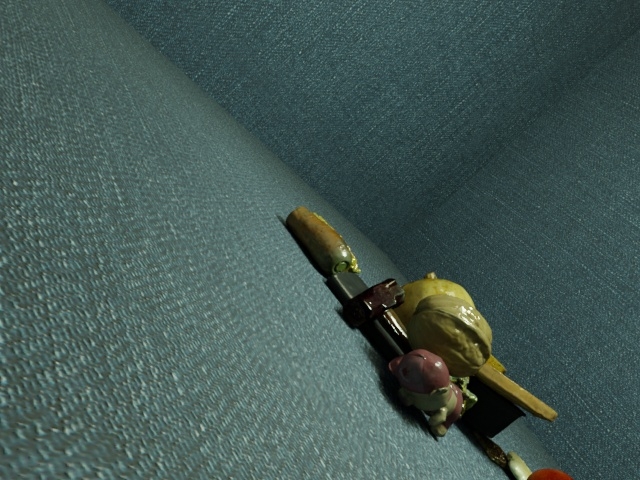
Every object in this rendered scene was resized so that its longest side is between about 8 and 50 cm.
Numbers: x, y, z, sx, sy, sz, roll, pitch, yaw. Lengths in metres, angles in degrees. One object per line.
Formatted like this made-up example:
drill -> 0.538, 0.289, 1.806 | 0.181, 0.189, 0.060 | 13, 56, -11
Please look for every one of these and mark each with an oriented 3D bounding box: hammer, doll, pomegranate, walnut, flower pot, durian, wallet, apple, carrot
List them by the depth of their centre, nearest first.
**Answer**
doll -> 0.283, 0.396, 1.486 | 0.196, 0.152, 0.255 | 12, -36, 42
apple -> 0.650, 0.733, 1.533 | 0.181, 0.181, 0.168 | 50, 8, 19
walnut -> 0.377, 0.276, 1.600 | 0.261, 0.225, 0.225 | 39, 9, -8
hammer -> 0.263, 0.307, 1.695 | 0.243, 0.095, 0.408 | -13, 59, -50
durian -> 0.427, 0.470, 1.790 | 0.172, 0.166, 0.306 | 50, 2, 6
wallet -> 0.194, 0.273, 1.844 | 0.406, 0.062, 0.228 | 50, 16, 22
carrot -> 0.000, 0.000, 1.970 | 0.301, 0.139, 0.139 | 52, 10, 30
flower pot -> 0.596, 0.608, 1.982 | 0.235, 0.148, 0.235 | 34, 1, -1
pomegranate -> 0.426, 0.278, 2.144 | 0.342, 0.342, 0.342 | 46, 8, -9

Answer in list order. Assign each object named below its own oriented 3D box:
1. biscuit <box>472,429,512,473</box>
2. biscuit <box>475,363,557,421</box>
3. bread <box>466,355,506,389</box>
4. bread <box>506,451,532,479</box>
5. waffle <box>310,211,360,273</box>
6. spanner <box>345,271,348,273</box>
biscuit -> 0.623, 0.752, 1.956 | 0.231, 0.025, 0.131 | 41, 10, -39
biscuit -> 0.629, 0.504, 1.935 | 0.385, 0.062, 0.365 | 35, -2, -12
bread -> 0.607, 0.511, 2.367 | 0.398, 0.215, 0.398 | 43, 4, -4
bread -> 0.729, 0.853, 1.893 | 0.250, 0.039, 0.182 | 54, 13, 4
waffle -> 0.043, 0.011, 2.176 | 0.301, 0.058, 0.281 | 45, -13, 36
spanner -> 0.093, 0.096, 2.379 | 0.054, 0.015, 0.254 | 46, 8, -19
